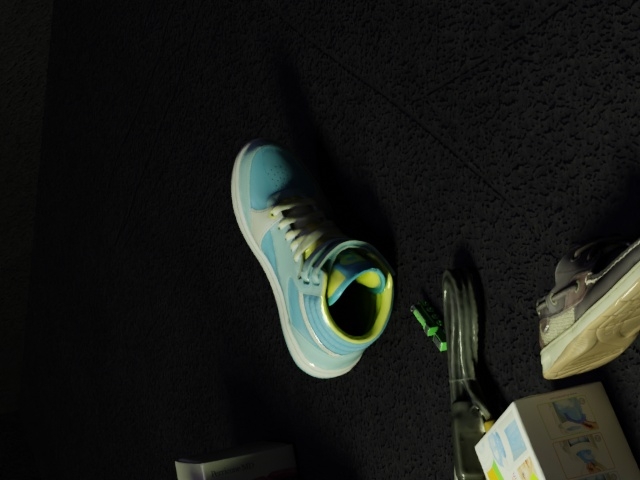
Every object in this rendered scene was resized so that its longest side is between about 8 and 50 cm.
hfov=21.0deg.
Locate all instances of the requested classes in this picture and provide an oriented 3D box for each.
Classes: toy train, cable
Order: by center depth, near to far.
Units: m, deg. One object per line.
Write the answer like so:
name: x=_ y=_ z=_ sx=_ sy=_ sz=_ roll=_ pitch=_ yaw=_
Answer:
cable: x=0.176 y=0.177 z=1.889 sx=0.139 sy=0.072 sz=0.287 roll=97 pitch=170 yaw=-74
toy train: x=0.128 y=0.097 z=1.972 sx=0.083 sy=0.024 sz=0.017 roll=-126 pitch=34 yaw=-47

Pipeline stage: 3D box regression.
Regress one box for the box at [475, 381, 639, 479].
box: x=0.244 y=0.257 z=1.653 sx=0.114 sy=0.103 sz=0.203 roll=117 pitch=138 yaw=-55

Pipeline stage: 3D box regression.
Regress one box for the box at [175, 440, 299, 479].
box: x=-0.107 y=0.419 z=2.505 sx=0.127 sy=0.148 sz=0.232 roll=169 pitch=91 yaw=-67

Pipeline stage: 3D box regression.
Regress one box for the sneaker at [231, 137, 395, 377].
sneaker: x=0.000 y=0.000 z=2.117 sx=0.319 sy=0.127 sz=0.208 roll=67 pitch=158 yaw=6

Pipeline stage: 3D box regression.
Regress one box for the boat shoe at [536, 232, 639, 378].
boat shoe: x=0.256 y=0.040 z=1.545 sx=0.285 sy=0.103 sz=0.092 roll=115 pitch=135 yaw=-63
